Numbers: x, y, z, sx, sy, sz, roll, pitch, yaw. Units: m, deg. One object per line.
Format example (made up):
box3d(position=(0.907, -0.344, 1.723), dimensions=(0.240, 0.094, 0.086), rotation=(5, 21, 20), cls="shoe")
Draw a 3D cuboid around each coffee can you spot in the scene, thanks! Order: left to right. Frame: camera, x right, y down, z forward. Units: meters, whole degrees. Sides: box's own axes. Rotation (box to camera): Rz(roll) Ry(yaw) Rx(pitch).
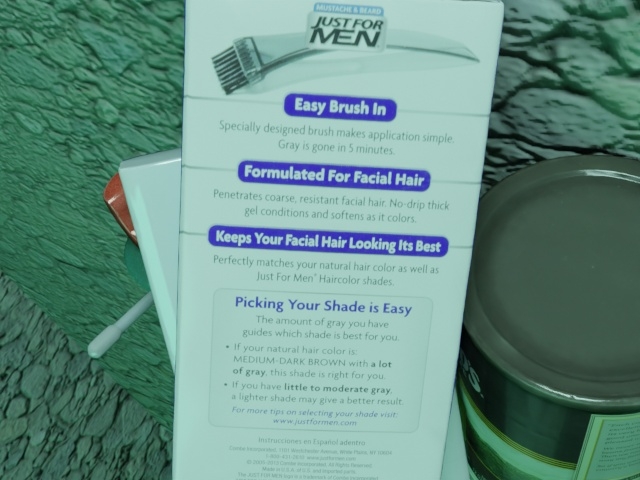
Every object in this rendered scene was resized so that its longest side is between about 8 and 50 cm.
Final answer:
box3d(position=(0.207, 0.094, 0.772), dimensions=(0.202, 0.201, 0.275), rotation=(25, 153, 22), cls="coffee can")

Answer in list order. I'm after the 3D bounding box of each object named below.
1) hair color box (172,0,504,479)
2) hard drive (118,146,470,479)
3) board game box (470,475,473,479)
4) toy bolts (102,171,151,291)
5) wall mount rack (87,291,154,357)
box3d(position=(0.000, 0.000, 0.641), dimensions=(0.185, 0.110, 0.338), rotation=(3, 110, -5), cls="hair color box")
box3d(position=(-0.010, 0.071, 0.743), dimensions=(0.040, 0.210, 0.318), rotation=(-107, 5, -70), cls="hard drive")
box3d(position=(0.196, 0.227, 1.049), dimensions=(0.224, 0.097, 0.303), rotation=(28, 171, 15), cls="board game box")
box3d(position=(-0.054, -0.011, 0.844), dimensions=(0.218, 0.229, 0.158), rotation=(48, 160, 22), cls="toy bolts")
box3d(position=(-0.045, 0.055, 0.959), dimensions=(0.304, 0.130, 0.350), rotation=(1, 179, -37), cls="wall mount rack")
